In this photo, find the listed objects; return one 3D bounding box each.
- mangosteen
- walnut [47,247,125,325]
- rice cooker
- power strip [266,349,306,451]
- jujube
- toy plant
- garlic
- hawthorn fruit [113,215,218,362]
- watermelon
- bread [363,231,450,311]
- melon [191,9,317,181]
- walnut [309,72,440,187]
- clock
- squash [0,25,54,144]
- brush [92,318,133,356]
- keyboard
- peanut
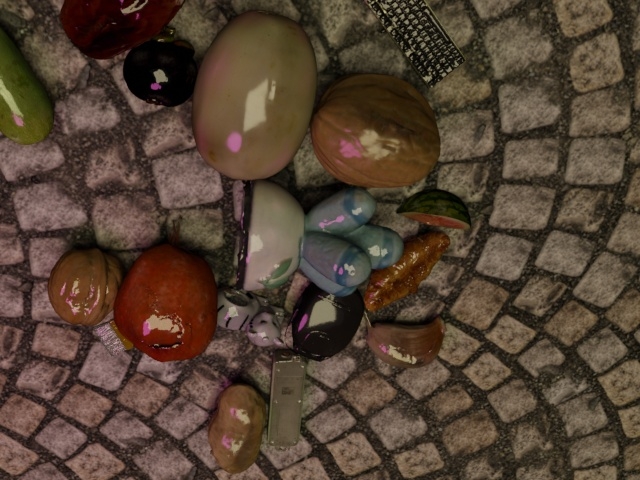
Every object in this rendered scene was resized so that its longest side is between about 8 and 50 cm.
[{"bbox_3d":[-0.293,-0.325,1.571,0.137,0.137,0.151,10,80,-11],"label":"mangosteen"},{"bbox_3d":[-0.481,0.094,1.742,0.167,0.149,0.166,-16,117,-36],"label":"walnut"},{"bbox_3d":[0.009,0.167,1.839,0.142,0.118,0.203,27,110,-18],"label":"rice cooker"},{"bbox_3d":[-0.080,0.368,1.967,0.078,0.052,0.272,2,117,-7],"label":"power strip"},{"bbox_3d":[-0.334,-0.443,1.464,0.197,0.197,0.290,38,123,-21],"label":"jujube"},{"bbox_3d":[0.000,0.000,1.686,0.332,0.247,0.247,6,115,-6],"label":"toy plant"},{"bbox_3d":[0.177,0.221,1.914,0.198,0.090,0.128,10,100,-3],"label":"garlic"},{"bbox_3d":[-0.306,0.096,1.730,0.211,0.211,0.298,9,85,-11],"label":"hawthorn fruit"},{"bbox_3d":[0.254,-0.072,1.791,0.163,0.087,0.068,13,77,-15],"label":"watermelon"},{"bbox_3d":[0.179,0.060,1.823,0.233,0.076,0.105,-41,130,-1],"label":"bread"},{"bbox_3d":[-0.122,-0.259,1.557,0.223,0.223,0.316,11,111,-11],"label":"melon"},{"bbox_3d":[0.107,-0.203,1.610,0.261,0.225,0.224,15,114,-20],"label":"walnut"},{"bbox_3d":[-0.160,0.168,1.822,0.176,0.117,0.080,22,111,-15],"label":"clock"},{"bbox_3d":[-0.605,-0.338,1.528,0.118,0.118,0.370,-25,113,6],"label":"squash"},{"bbox_3d":[-0.390,0.185,1.866,0.205,0.011,0.083,-24,115,5],"label":"brush"},{"bbox_3d":[0.154,-0.430,1.611,0.106,0.027,0.317,-37,115,11],"label":"keyboard"},{"bbox_3d":[-0.191,0.424,1.943,0.129,0.129,0.224,11,106,-11],"label":"peanut"}]
